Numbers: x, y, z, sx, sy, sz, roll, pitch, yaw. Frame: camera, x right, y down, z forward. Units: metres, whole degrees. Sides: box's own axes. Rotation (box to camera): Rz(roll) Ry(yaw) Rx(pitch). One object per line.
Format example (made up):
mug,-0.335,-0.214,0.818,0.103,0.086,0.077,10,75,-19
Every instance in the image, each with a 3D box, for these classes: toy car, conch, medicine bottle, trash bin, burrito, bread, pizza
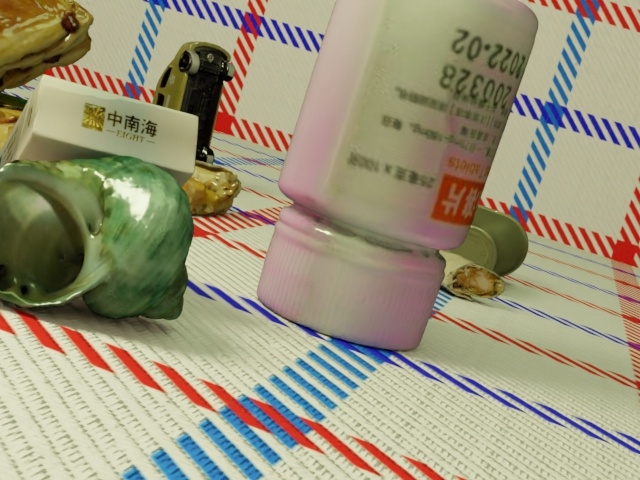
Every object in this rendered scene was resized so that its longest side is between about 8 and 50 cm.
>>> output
toy car,-0.248,-0.235,1.976,0.101,0.256,0.124,8,9,-43
conch,-0.196,0.001,0.925,0.188,0.122,0.175,24,51,-2
medicine bottle,0.076,-0.092,1.188,0.219,0.388,0.219,18,6,-2
trash bin,0.226,-0.007,1.912,0.243,0.121,0.247,20,11,19
burrito,0.182,0.037,1.707,0.087,0.060,0.226,12,10,-37
bread,-0.598,-0.332,1.785,0.314,0.191,0.370,36,45,25
pizza,-0.359,-0.127,1.633,0.392,0.080,0.435,20,7,18

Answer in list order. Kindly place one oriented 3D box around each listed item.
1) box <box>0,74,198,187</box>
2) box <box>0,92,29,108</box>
box,-0.234,-0.065,1.073,0.155,0.067,0.243,12,-24,-24
box,-0.535,-0.217,1.927,0.220,0.064,0.141,14,8,-10
